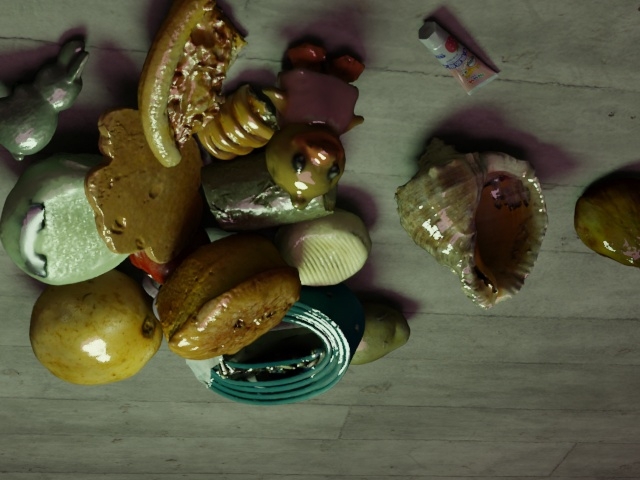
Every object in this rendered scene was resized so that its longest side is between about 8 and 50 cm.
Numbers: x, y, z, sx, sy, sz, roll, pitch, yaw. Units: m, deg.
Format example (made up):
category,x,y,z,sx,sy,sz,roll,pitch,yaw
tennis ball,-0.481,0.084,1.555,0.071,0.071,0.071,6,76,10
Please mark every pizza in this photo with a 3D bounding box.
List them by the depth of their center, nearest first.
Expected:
category,x,y,z,sx,sy,sz,roll,pitch,yaw
pizza,-0.223,-0.283,1.496,0.182,0.074,0.365,-3,131,-38

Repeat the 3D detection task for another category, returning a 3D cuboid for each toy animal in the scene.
category,x,y,z,sx,sy,sz,roll,pitch,yaw
toy animal,-0.021,-0.192,1.535,0.195,0.281,0.169,13,159,-21
toy animal,-0.481,-0.249,1.540,0.236,0.138,0.108,-30,167,9

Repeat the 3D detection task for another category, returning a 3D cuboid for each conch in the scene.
category,x,y,z,sx,sy,sz,roll,pitch,yaw
conch,0.305,-0.050,1.778,0.297,0.210,0.352,-19,110,-12

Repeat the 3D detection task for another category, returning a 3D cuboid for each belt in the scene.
category,x,y,z,sx,sy,sz,roll,pitch,yaw
belt,-0.113,0.221,2.028,0.437,0.173,0.300,-15,111,24

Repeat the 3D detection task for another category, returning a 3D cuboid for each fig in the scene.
category,x,y,z,sx,sy,sz,roll,pitch,yaw
fig,0.656,0.014,1.852,0.191,0.290,0.190,-11,166,-3

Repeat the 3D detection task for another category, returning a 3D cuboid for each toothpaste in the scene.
category,x,y,z,sx,sy,sz,roll,pitch,yaw
toothpaste,0.245,-0.327,1.565,0.067,0.043,0.194,-33,139,27

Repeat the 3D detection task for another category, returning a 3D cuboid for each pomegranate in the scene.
category,x,y,z,sx,sy,sz,roll,pitch,yaw
pomegranate,-0.501,0.195,1.961,0.307,0.307,0.307,-3,141,-2

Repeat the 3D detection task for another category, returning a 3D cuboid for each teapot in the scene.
category,x,y,z,sx,sy,sz,roll,pitch,yaw
teapot,-0.331,0.119,1.973,0.148,0.146,0.116,7,122,-5

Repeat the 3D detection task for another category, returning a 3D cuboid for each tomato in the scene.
category,x,y,z,sx,sy,sz,roll,pitch,yaw
tomato,-0.314,0.023,1.845,0.187,0.187,0.151,29,99,-34

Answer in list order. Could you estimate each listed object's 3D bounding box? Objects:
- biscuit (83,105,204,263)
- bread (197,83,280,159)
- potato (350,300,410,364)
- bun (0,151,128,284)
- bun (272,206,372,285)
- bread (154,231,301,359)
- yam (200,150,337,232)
category,x,y,z,sx,sy,sz,roll,pitch,yaw
biscuit,-0.331,-0.107,1.634,0.051,0.269,0.376,20,148,29
bread,-0.152,-0.214,1.633,0.177,0.084,0.119,-26,136,30
potato,0.113,0.230,2.157,0.235,0.160,0.178,-6,-177,-20
bun,-0.493,-0.065,1.713,0.293,0.187,0.293,-22,141,-18
bun,0.000,0.000,1.886,0.222,0.127,0.222,-11,139,-10
bread,-0.181,0.115,1.757,0.312,0.172,0.312,-28,161,-11
yam,-0.090,-0.105,1.710,0.268,0.161,0.161,-9,141,8
